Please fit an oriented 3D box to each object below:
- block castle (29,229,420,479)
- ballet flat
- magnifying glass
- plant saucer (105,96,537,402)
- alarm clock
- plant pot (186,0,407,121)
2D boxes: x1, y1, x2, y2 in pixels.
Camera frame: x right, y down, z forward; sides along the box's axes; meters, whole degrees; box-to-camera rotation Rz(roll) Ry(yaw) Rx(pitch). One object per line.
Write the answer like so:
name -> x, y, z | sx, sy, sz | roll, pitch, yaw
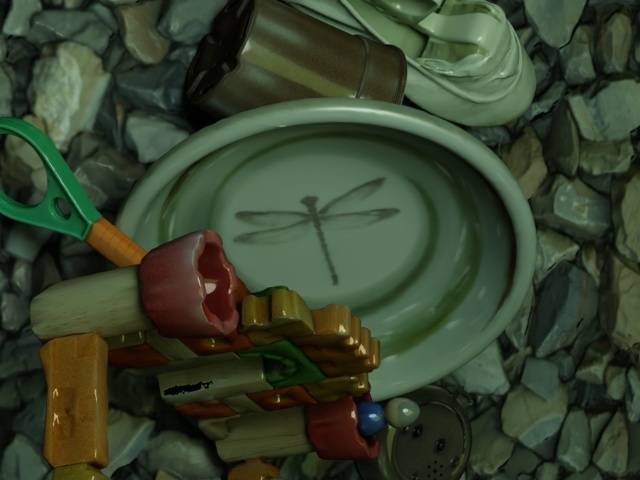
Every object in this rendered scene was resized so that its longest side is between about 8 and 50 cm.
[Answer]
block castle -> -0.053, 0.201, 1.342 | 0.453, 0.213, 0.303 | 48, 34, -59
ballet flat -> 0.106, -0.227, 1.622 | 0.400, 0.139, 0.139 | 28, 77, -32
magnifying glass -> -0.221, -0.024, 1.394 | 0.231, 0.092, 0.026 | 36, 35, 7
plant saucer -> 0.000, 0.000, 1.486 | 0.400, 0.400, 0.100 | 33, 34, -30
alarm clock -> 0.094, 0.233, 1.682 | 0.129, 0.064, 0.192 | 35, 77, -30
plant pot -> -0.029, -0.154, 1.527 | 0.165, 0.167, 0.167 | 28, 77, -24
